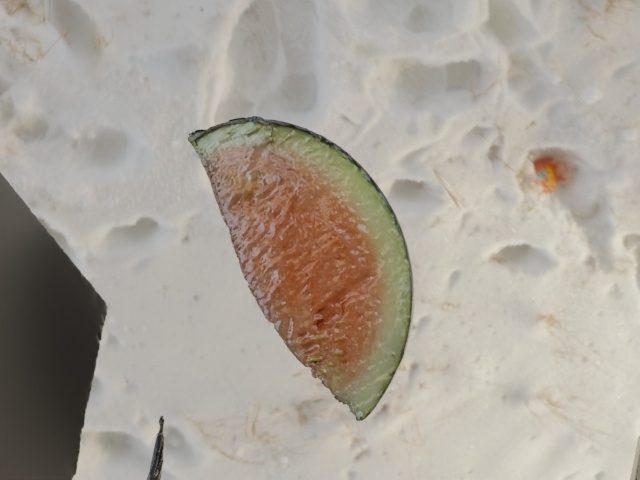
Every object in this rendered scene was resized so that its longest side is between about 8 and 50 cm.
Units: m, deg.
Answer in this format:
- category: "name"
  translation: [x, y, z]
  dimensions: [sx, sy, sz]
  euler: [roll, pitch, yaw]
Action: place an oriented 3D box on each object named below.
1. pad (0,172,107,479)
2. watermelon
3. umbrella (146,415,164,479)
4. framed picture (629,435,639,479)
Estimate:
- category: "pad"
  translation: [-0.177, -0.031, 0.295]
  dimensions: [0.005, 0.202, 0.299]
  euler: [-28, 117, 7]
- category: "watermelon"
  translation: [-0.002, 0.003, 0.582]
  dimensions: [0.119, 0.245, 0.063]
  euler: [-29, 164, -11]
- category: "umbrella"
  translation: [-0.121, 0.198, 0.569]
  dimensions: [0.022, 0.022, 0.148]
  euler: [12, 89, -36]
- category: "framed picture"
  translation: [0.345, 0.143, 0.699]
  dimensions: [0.192, 0.018, 0.265]
  euler: [-47, 162, 16]
